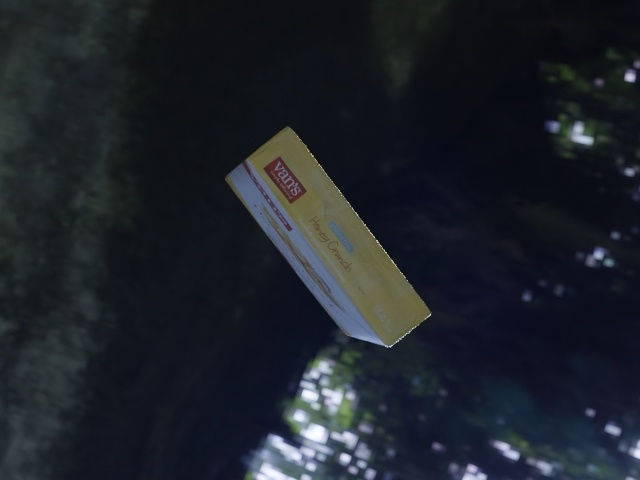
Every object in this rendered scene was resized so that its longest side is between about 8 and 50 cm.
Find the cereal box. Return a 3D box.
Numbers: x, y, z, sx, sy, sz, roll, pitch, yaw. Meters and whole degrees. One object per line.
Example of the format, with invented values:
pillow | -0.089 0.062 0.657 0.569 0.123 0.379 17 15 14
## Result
cereal box | 0.000 0.000 1.446 0.047 0.240 0.173 -38 -88 -5
